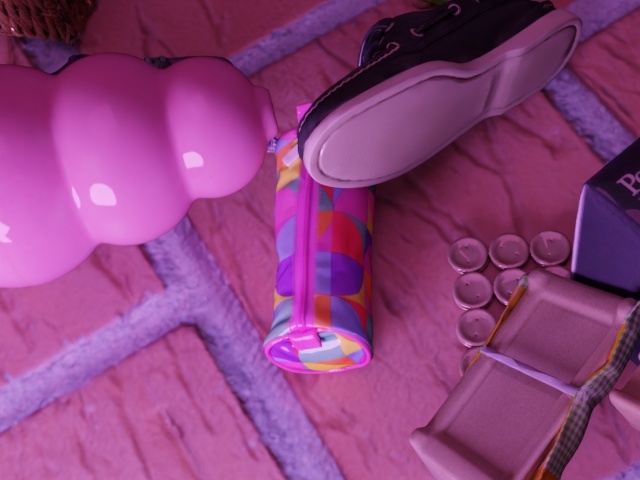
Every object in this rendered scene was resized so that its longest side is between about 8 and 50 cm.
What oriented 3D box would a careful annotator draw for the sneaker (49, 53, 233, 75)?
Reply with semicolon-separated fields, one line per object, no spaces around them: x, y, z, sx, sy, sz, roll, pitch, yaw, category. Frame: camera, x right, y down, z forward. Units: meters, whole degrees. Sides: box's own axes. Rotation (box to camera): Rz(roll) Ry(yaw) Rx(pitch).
-0.197;-0.151;1.150;0.224;0.098;0.083;-15;60;3;sneaker

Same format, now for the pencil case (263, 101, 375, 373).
0.000;0.000;1.032;0.104;0.104;0.236;-5;62;8;pencil case

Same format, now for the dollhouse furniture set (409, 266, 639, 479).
0.225;0.162;0.862;0.197;0.151;0.301;-53;22;-5;dollhouse furniture set

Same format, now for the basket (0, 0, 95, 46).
-0.363;-0.372;1.185;0.223;0.299;0.213;7;63;14;basket

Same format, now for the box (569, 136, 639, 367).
0.432;0.042;0.859;0.293;0.212;0.395;-39;62;-13;box

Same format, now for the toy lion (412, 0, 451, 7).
0.149;-0.268;1.191;0.096;0.034;0.100;-40;62;-20;toy lion

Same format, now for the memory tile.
0.173;0.059;1.016;0.113;0.012;0.148;-6;60;7;memory tile

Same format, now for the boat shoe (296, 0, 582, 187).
0.091;-0.157;1.043;0.340;0.127;0.113;-31;61;-28;boat shoe

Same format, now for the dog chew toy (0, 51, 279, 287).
-0.203;-0.079;1.054;0.332;0.206;0.206;-15;60;0;dog chew toy
